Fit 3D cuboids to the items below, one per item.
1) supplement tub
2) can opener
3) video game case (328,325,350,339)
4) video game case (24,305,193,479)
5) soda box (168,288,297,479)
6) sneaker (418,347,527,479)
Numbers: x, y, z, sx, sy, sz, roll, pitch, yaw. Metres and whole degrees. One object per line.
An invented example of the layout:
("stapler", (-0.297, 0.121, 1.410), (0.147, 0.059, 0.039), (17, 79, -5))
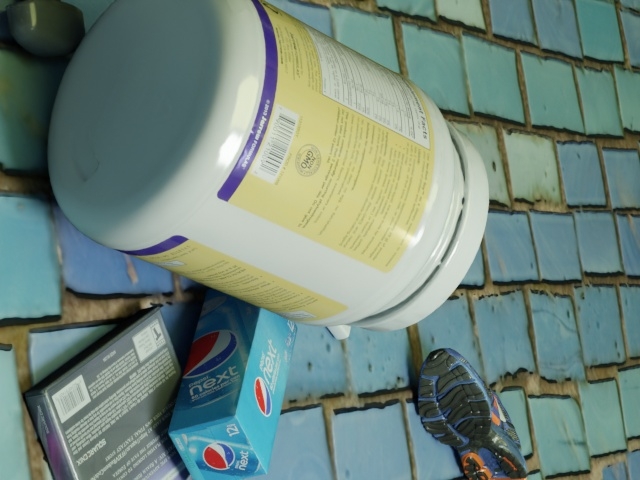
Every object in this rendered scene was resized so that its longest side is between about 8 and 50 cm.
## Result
("supplement tub", (-0.038, -0.064, 1.605), (0.331, 0.241, 0.241), (24, 57, -41))
("can opener", (-0.259, -0.205, 1.490), (0.280, 0.074, 0.093), (4, 77, -61))
("video game case", (0.000, 0.000, 1.952), (0.157, 0.019, 0.143), (54, 36, -37))
("video game case", (-0.146, 0.216, 1.590), (0.196, 0.026, 0.274), (-38, 114, -60))
("soda box", (-0.075, 0.122, 1.673), (0.210, 0.067, 0.071), (-79, 149, -55))
("sneaker", (0.167, 0.195, 2.143), (0.087, 0.083, 0.221), (-91, 159, -47))
